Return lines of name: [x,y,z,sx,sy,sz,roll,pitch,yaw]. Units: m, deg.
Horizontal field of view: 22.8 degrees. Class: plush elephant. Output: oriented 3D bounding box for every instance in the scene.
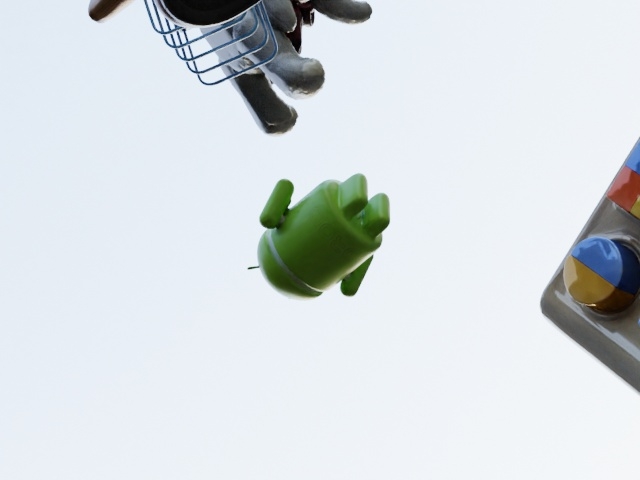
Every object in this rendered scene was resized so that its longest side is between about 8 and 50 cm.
plush elephant: [-0.050,-0.361,2.408,0.255,0.330,0.272,-37,-9,-17]

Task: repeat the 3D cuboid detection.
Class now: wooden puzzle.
wooden puzzle: [0.440,0.026,1.980,0.080,0.322,0.348,13,-70,-43]

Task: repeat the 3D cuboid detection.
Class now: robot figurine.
robot figurine: [0.000,0.000,1.195,0.101,0.115,0.067,39,-154,-24]

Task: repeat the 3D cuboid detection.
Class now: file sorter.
file sorter: [-0.135,-0.275,1.919,0.170,0.118,0.104,46,-156,-67]

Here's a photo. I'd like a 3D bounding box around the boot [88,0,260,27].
boot: [-0.114,-0.229,1.190,0.096,0.280,0.264,29,-118,-27]
